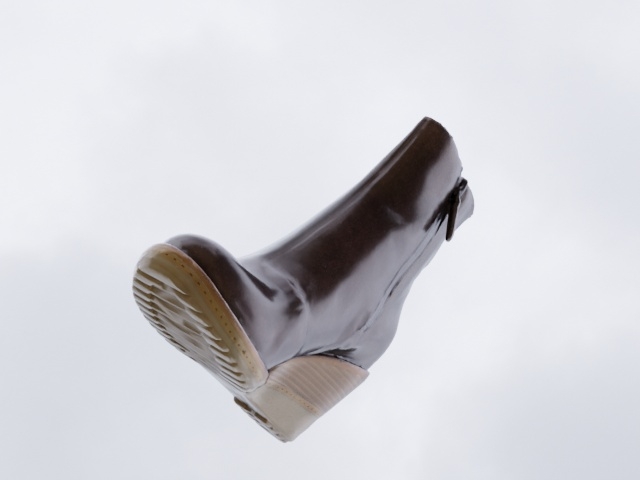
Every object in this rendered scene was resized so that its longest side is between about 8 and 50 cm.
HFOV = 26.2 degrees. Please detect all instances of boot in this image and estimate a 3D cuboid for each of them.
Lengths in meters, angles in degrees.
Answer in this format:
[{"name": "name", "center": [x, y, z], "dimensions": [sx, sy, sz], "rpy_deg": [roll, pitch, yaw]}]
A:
[{"name": "boot", "center": [0.000, 0.000, 0.824], "dimensions": [0.090, 0.248, 0.207], "rpy_deg": [32, -103, 27]}]
